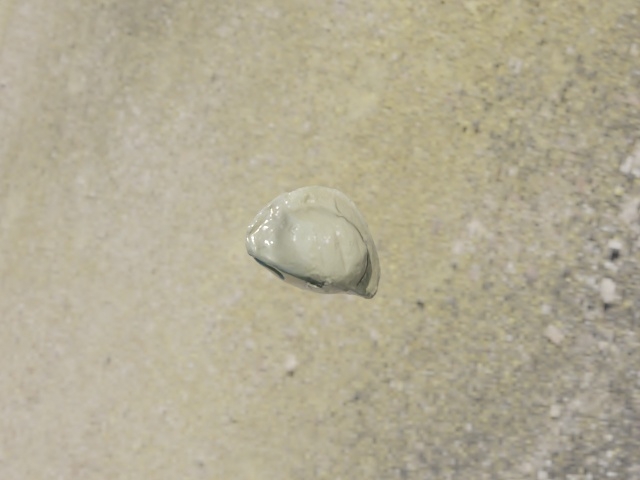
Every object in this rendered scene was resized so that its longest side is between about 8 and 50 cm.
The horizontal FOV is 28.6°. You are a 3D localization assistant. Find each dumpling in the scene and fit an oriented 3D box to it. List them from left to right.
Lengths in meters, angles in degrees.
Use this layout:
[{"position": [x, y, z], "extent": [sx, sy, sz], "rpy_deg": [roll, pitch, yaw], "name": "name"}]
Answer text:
[{"position": [0.000, -0.001, 0.684], "extent": [0.043, 0.077, 0.059], "rpy_deg": [103, -176, -72], "name": "dumpling"}]
